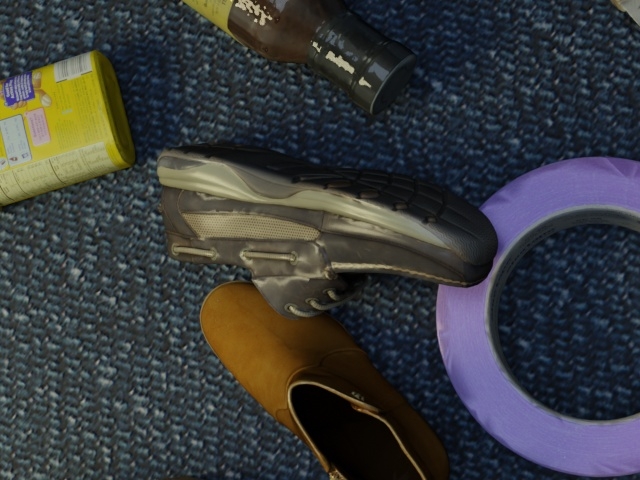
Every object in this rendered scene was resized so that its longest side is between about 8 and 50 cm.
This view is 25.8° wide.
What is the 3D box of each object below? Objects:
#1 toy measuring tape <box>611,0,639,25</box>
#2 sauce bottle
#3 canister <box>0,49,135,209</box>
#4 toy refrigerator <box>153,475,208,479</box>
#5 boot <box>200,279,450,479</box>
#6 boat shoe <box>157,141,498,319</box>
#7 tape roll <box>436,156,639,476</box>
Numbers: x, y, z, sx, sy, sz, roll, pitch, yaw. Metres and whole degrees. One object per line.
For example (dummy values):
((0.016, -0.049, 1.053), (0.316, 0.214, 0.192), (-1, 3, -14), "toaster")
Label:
((0.374, -0.109, 1.237), (0.121, 0.121, 0.330), (-39, 54, 5), "toy measuring tape")
((-0.064, -0.243, 1.322), (0.344, 0.111, 0.111), (39, 92, 14), "sauce bottle")
((-0.277, -0.105, 1.368), (0.170, 0.073, 0.126), (-16, 80, 8), "canister")
((-0.129, 0.354, 1.262), (0.094, 0.102, 0.269), (10, 85, 13), "toy refrigerator")
((-0.007, 0.123, 1.210), (0.295, 0.211, 0.104), (38, 91, 14), "boot")
((0.000, 0.000, 1.253), (0.355, 0.132, 0.130), (16, 107, 37), "boat shoe")
((0.243, 0.068, 1.229), (0.275, 0.090, 0.274), (-1, 83, 11), "tape roll")
